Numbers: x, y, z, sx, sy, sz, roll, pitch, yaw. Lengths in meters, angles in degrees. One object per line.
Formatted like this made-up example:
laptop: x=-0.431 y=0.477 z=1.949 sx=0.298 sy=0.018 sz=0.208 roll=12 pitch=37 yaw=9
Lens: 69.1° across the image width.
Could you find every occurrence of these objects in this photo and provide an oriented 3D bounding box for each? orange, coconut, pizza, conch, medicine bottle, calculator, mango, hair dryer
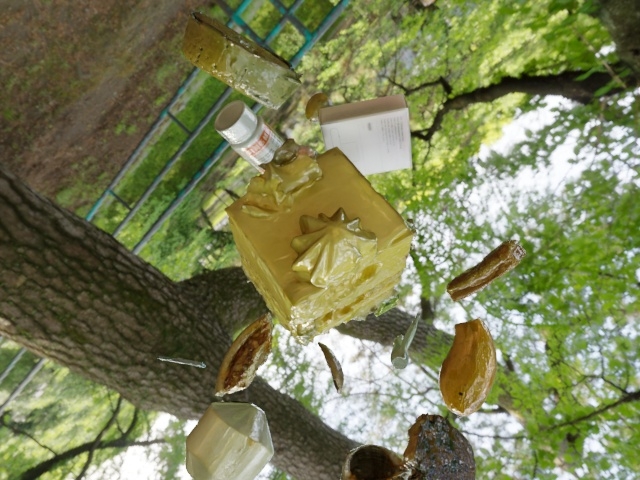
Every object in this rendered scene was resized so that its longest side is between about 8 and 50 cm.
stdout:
orange: x=-0.005 y=-0.408 z=1.442 sx=0.095 sy=0.085 sz=0.085 roll=-59 pitch=-173 yaw=3
coconut: x=-0.321 y=0.723 z=1.663 sx=0.323 sy=0.323 sz=0.323 roll=-45 pitch=-172 yaw=8
pizza: x=-0.215 y=0.335 z=1.343 sx=0.271 sy=0.056 sz=0.134 roll=-50 pitch=-139 yaw=-5
conch: x=0.174 y=0.861 z=1.692 sx=0.292 sy=0.209 sz=0.159 roll=-16 pitch=156 yaw=-9
medicine bottle: x=-0.223 y=-0.336 z=1.539 sx=0.145 sy=0.252 sz=0.144 roll=-20 pitch=-129 yaw=27
calculator: x=-0.510 y=0.445 z=1.708 sx=0.057 sy=0.172 sz=0.018 roll=83 pitch=16 yaw=-66
mango: x=0.527 y=0.449 z=1.649 sx=0.187 sy=0.144 sz=0.358 roll=19 pitch=-84 yaw=40
hair dryer: x=0.356 y=0.389 z=1.913 sx=0.206 sy=0.076 sz=0.237 roll=-62 pitch=173 yaw=-71

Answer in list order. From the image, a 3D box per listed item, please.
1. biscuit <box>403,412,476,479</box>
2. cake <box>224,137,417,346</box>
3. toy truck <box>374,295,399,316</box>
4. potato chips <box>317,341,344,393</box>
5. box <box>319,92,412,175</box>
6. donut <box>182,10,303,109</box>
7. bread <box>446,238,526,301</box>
biscuit: x=0.382 y=0.727 z=1.505 sx=0.081 sy=0.334 sz=0.289 roll=-27 pitch=-163 yaw=47
cake: x=0.000 y=0.000 z=0.732 sx=0.223 sy=0.227 sz=0.286 roll=-31 pitch=152 yaw=-19
toy truck: x=0.166 y=0.121 z=1.620 sx=0.129 sy=0.259 sz=0.135 roll=-23 pitch=147 yaw=-29
potato chips: x=0.041 y=0.421 z=1.575 sx=0.049 sy=0.150 sz=0.202 roll=-19 pitch=-160 yaw=-12
box: x=0.134 y=-0.299 z=1.367 sx=0.252 sy=0.203 sz=0.106 roll=-8 pitch=-138 yaw=8
donut: x=-0.164 y=-0.360 z=0.954 sx=0.107 sy=0.272 sz=0.272 roll=-60 pitch=-177 yaw=18
bread: x=0.525 y=0.096 z=1.489 sx=0.139 sy=0.077 sz=0.271 roll=-30 pitch=168 yaw=-45
